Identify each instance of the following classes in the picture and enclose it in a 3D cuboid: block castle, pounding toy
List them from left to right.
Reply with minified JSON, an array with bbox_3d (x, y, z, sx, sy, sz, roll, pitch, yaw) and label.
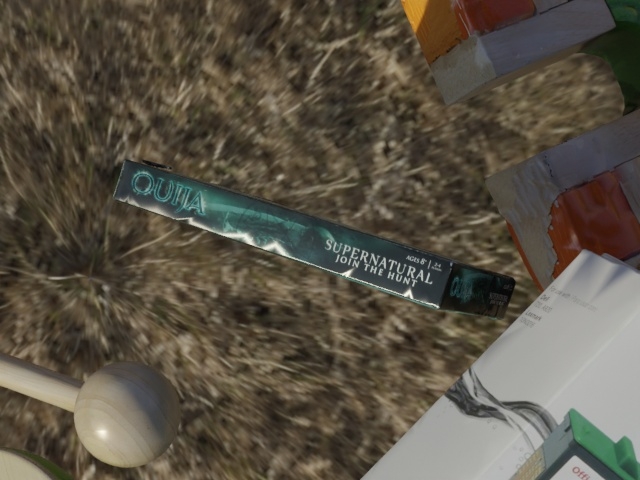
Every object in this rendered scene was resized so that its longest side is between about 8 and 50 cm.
[{"bbox_3d":[-0.137,0.173,0.861,0.183,0.110,0.236,8,89,37],"label":"pounding toy"},{"bbox_3d":[0.239,-0.131,0.917,0.213,0.303,0.453,-24,87,-32],"label":"block castle"}]

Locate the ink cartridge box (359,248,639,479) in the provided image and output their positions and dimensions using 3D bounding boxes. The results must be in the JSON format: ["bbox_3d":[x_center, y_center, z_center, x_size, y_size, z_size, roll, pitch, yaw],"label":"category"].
[{"bbox_3d":[0.118,0.137,0.771,0.219,0.092,0.160,-46,107,-4],"label":"ink cartridge box"}]

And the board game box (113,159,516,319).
[{"bbox_3d":[0.000,0.000,0.862,0.186,0.126,0.026,18,92,21],"label":"board game box"}]
